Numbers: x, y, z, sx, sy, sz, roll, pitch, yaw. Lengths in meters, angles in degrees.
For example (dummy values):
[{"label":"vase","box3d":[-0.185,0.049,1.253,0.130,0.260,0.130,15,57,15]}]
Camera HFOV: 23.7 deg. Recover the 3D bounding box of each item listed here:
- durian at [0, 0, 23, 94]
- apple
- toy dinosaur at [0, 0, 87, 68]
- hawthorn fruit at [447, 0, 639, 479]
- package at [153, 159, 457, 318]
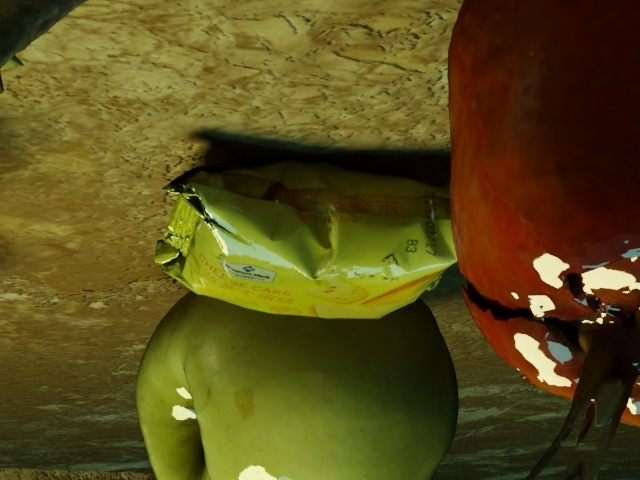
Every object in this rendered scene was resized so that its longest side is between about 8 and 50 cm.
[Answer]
[{"label":"durian","box3d":[-0.183,-0.077,0.603,0.102,0.146,0.208,25,158,-34]},{"label":"apple","box3d":[-0.017,0.135,1.231,0.262,0.262,0.262,-1,165,0]},{"label":"toy dinosaur","box3d":[-0.026,-0.120,0.428,0.251,0.072,0.200,-24,-154,-12]},{"label":"hawthorn fruit","box3d":[0.142,-0.015,0.616,0.211,0.299,0.211,14,145,10]},{"label":"package","box3d":[0.000,0.000,1.018,0.226,0.090,0.168,4,162,-11]}]
